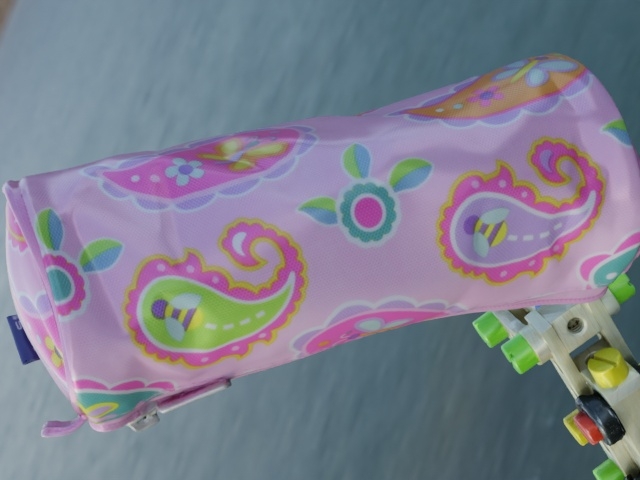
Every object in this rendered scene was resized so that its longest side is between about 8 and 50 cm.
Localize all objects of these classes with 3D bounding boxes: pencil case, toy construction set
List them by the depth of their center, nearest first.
[{"bbox_3d":[0.000,0.000,0.721,0.124,0.284,0.124,165,90,-78],"label":"pencil case"},{"bbox_3d":[0.252,0.121,1.405,0.151,0.328,0.215,-48,30,4],"label":"toy construction set"}]
